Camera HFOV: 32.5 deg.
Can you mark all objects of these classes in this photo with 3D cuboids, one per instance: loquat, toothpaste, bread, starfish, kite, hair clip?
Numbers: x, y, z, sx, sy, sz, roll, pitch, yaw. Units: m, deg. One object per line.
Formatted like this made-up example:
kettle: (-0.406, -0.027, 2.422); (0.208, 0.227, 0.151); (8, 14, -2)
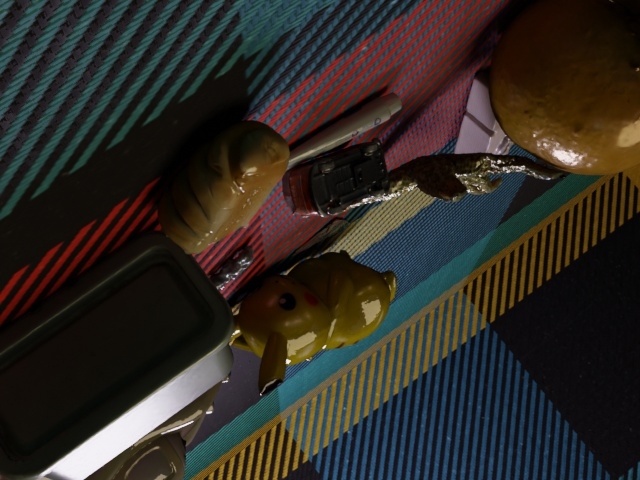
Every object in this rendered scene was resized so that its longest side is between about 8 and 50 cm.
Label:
loquat: (0.379, -0.224, 1.508); (0.275, 0.275, 0.275); (-35, 167, -9)
toothpaste: (0.010, -0.129, 1.395); (0.218, 0.033, 0.052); (-31, 173, -15)
bread: (-0.105, -0.061, 1.196); (0.119, 0.084, 0.177); (-24, 161, -51)
starfish: (0.150, -0.084, 1.600); (0.358, 0.078, 0.347); (-8, -175, -15)
kite: (0.000, 0.001, 1.873); (0.137, 0.005, 0.152); (-27, 164, -32)
hair clip: (0.281, -0.190, 1.786); (0.101, 0.085, 0.331); (-37, 166, -13)

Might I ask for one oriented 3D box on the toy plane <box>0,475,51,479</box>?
toy plane: (-0.375, 0.256, 1.478); (0.244, 0.117, 0.245); (-19, 128, -26)

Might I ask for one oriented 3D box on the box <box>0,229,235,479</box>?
box: (-0.250, 0.158, 1.309); (0.312, 0.175, 0.182); (-35, 157, -10)

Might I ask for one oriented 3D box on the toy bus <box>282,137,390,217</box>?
toy bus: (0.018, -0.081, 1.457); (0.077, 0.079, 0.174); (-1, -165, 39)

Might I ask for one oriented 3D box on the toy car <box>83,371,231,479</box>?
toy car: (-0.281, 0.319, 1.703); (0.336, 0.226, 0.242); (-36, 168, -26)

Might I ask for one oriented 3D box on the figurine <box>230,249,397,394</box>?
figurine: (-0.033, 0.125, 1.879); (0.326, 0.218, 0.169); (-15, 114, -38)

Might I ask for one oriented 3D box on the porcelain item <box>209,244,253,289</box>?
porcelain item: (-0.127, 0.038, 1.617); (0.083, 0.028, 0.036); (-43, -177, 16)
